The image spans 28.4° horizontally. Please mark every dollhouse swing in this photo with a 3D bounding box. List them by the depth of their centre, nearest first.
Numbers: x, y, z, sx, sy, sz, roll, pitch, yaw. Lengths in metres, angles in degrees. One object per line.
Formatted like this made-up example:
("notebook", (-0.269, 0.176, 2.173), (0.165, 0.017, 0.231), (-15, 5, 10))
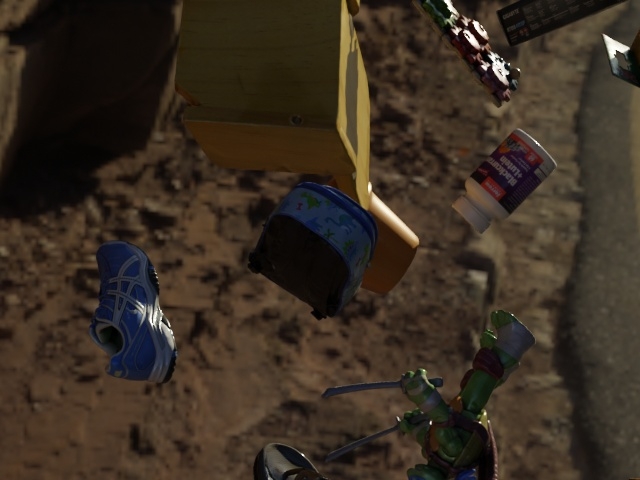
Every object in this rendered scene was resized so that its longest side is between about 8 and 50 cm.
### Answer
("dollhouse swing", (-0.063, -0.229, 2.021), (0.315, 0.305, 0.346), (3, 58, -3))

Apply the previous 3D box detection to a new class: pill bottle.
("pill bottle", (0.342, -0.108, 2.389), (0.108, 0.193, 0.108), (43, 4, -4))

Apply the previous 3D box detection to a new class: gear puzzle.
("gear puzzle", (0.237, -0.391, 2.217), (0.339, 0.044, 0.175), (50, 26, -5))

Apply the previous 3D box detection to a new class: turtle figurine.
("turtle figurine", (0.150, 0.204, 1.719), (0.275, 0.198, 0.266), (19, 56, 41))

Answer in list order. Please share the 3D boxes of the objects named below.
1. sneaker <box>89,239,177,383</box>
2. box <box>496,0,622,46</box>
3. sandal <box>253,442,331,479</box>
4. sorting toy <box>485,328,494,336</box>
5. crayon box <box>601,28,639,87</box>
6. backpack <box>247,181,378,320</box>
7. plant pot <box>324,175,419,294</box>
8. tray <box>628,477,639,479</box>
("sneaker", (-0.240, 0.080, 1.532), (0.081, 0.080, 0.211), (0, 46, -31))
("box", (0.333, -0.295, 1.454), (0.175, 0.051, 0.220), (-25, 5, -23))
("sandal", (-0.007, 0.273, 1.269), (0.090, 0.060, 0.219), (22, 21, -23))
("sorting toy", (0.281, 0.185, 2.035), (0.012, 0.083, 0.062), (-21, 12, 33))
("crayon box", (0.590, -0.251, 1.908), (0.319, 0.081, 0.202), (21, 27, -5))
("backpack", (0.000, 0.000, 1.150), (0.105, 0.114, 0.084), (35, 60, 8))
("plant pot", (0.070, 0.000, 2.336), (0.188, 0.205, 0.205), (33, 18, -11))
("tray", (0.473, 0.515, 1.710), (0.203, 0.076, 0.411), (-3, 44, 35))
